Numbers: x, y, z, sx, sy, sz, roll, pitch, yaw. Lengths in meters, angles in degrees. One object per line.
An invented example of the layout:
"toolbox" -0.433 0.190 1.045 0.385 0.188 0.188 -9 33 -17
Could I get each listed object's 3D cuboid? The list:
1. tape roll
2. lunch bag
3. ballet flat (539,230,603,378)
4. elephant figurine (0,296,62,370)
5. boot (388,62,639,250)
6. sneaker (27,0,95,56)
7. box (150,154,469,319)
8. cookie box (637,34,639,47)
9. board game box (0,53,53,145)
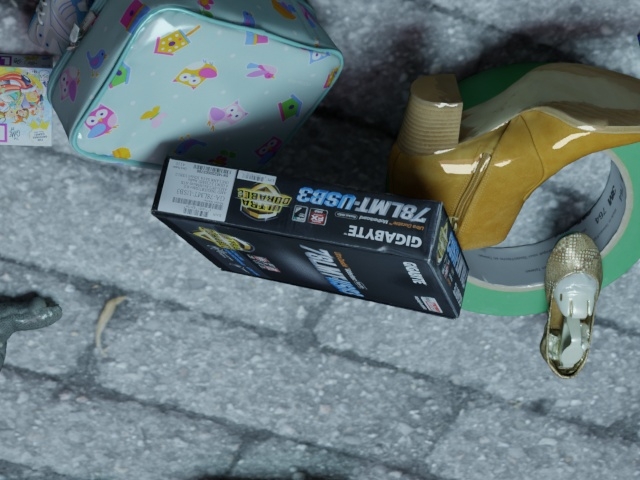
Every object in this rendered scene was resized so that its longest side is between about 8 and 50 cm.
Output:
"tape roll" 0.238 -0.054 1.897 0.321 0.077 0.321 -4 129 -5
"lunch bag" -0.137 -0.169 1.684 0.279 0.108 0.224 9 132 -42
"ballet flat" 0.300 0.083 1.925 0.073 0.067 0.206 -6 131 -3
"elephant figurine" -0.451 0.150 1.928 0.239 0.169 0.186 13 158 -36
"boot" 0.220 -0.081 1.769 0.295 0.104 0.211 1 134 -2
"sneaker" -0.269 -0.237 1.682 0.083 0.071 0.190 -10 130 7
"box" 0.000 0.000 1.748 0.293 0.073 0.295 12 169 13
"cookie box" 0.412 -0.193 1.829 0.092 0.040 0.107 -19 128 9
"board game box" -0.367 -0.152 1.762 0.154 0.026 0.103 1 129 -9
